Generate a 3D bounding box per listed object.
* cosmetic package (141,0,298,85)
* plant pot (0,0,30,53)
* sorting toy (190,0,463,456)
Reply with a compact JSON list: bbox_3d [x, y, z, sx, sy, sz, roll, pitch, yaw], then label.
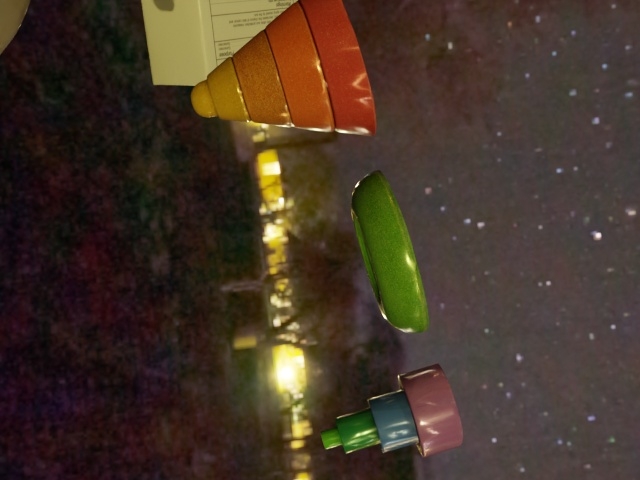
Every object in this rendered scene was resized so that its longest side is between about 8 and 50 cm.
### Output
[{"bbox_3d":[-0.117,-0.337,0.946,0.113,0.160,0.309,12,-67,42],"label":"cosmetic package"},{"bbox_3d":[-0.405,-0.258,0.692,0.280,0.323,0.323,20,60,-63],"label":"plant pot"},{"bbox_3d":[0.000,0.000,0.634,0.127,0.126,0.365,-120,-166,-82],"label":"sorting toy"}]
